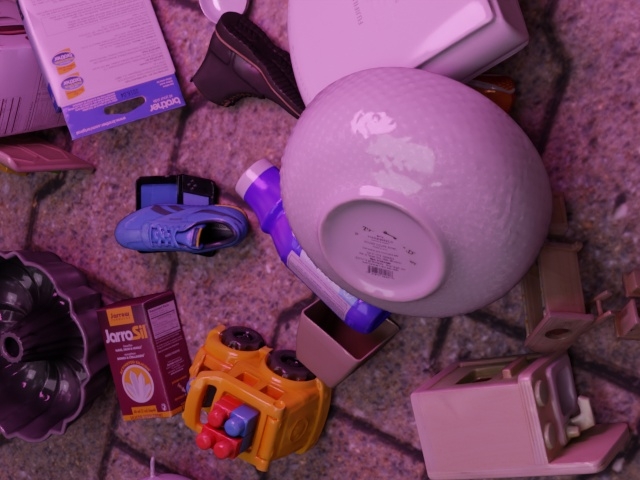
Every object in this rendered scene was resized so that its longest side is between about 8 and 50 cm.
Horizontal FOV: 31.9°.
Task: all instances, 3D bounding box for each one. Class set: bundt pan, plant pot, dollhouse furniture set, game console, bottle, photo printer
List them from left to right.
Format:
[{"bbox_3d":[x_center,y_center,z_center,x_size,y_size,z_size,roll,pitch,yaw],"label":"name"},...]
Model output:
[{"bbox_3d":[-0.475,0.161,1.873,0.330,0.124,0.331,8,106,27],"label":"bundt pan"},{"bbox_3d":[-0.220,-0.035,1.711,0.107,0.071,0.122,12,108,34],"label":"game console"},{"bbox_3d":[0.000,0.000,1.571,0.283,0.118,0.092,44,162,14],"label":"bottle"},{"bbox_3d":[0.027,0.145,1.602,0.109,0.109,0.096,40,131,16],"label":"plant pot"},{"bbox_3d":[0.089,-0.282,1.416,0.307,0.107,0.256,-28,61,32],"label":"photo printer"},{"bbox_3d":[0.340,0.044,1.435,0.101,0.160,0.182,111,161,-58],"label":"dollhouse furniture set"}]

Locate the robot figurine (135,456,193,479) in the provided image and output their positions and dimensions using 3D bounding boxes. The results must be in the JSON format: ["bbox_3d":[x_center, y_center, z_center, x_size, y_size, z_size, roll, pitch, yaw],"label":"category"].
[{"bbox_3d":[-0.230,0.521,1.774,0.300,0.200,0.353,-29,87,11],"label":"robot figurine"}]

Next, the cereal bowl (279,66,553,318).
[{"bbox_3d":[0.098,-0.031,1.346,0.339,0.141,0.339,15,133,17],"label":"cereal bowl"}]

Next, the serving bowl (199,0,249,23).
[{"bbox_3d":[-0.134,-0.353,1.614,0.083,0.027,0.083,7,104,28],"label":"serving bowl"}]

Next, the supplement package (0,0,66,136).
[{"bbox_3d":[-0.505,-0.271,1.741,0.194,0.203,0.149,28,114,21],"label":"supplement package"}]

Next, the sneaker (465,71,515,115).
[{"bbox_3d":[0.167,-0.196,1.463,0.175,0.064,0.067,23,122,26],"label":"sneaker"}]

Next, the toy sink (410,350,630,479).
[{"bbox_3d":[0.260,0.220,1.455,0.234,0.153,0.131,-10,96,32],"label":"toy sink"}]

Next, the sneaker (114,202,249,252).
[{"bbox_3d":[-0.212,-0.015,1.667,0.209,0.082,0.069,-3,106,8],"label":"sneaker"}]

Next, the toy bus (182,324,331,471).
[{"bbox_3d":[-0.127,0.241,1.645,0.220,0.211,0.149,25,114,24],"label":"toy bus"}]

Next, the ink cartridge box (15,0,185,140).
[{"bbox_3d":[-0.337,-0.315,1.654,0.311,0.185,0.065,69,161,0],"label":"ink cartridge box"}]

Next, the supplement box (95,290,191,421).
[{"bbox_3d":[-0.275,0.185,1.789,0.104,0.081,0.188,-10,96,31],"label":"supplement box"}]

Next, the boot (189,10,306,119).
[{"bbox_3d":[-0.092,-0.215,1.611,0.198,0.077,0.137,48,133,11],"label":"boot"}]

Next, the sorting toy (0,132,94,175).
[{"bbox_3d":[-0.487,-0.143,1.758,0.193,0.208,0.038,27,102,22],"label":"sorting toy"}]
